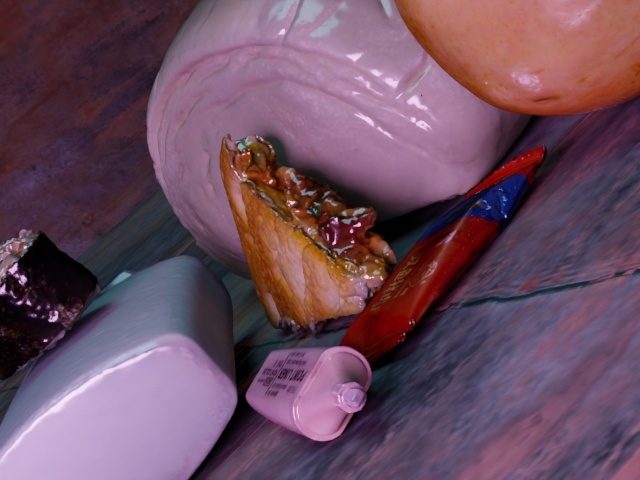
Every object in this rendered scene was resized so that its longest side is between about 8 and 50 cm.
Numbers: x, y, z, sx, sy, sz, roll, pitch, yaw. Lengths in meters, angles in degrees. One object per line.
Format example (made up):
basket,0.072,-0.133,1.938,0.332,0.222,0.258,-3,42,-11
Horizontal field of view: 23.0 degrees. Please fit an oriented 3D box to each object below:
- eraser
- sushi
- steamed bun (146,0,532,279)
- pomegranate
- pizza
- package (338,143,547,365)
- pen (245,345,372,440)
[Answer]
eraser,-0.145,0.109,1.099,0.189,0.104,0.290,-36,10,3
sushi,-0.220,0.046,1.141,0.090,0.078,0.150,-52,12,-25
steamed bun,0.004,-0.133,1.254,0.247,0.236,0.383,-47,11,-31
pomegranate,0.174,-0.206,0.975,0.252,0.229,0.270,-46,17,-30
pizza,0.001,0.001,1.078,0.069,0.154,0.194,-24,24,-24
package,0.072,0.012,0.968,0.083,0.022,0.200,-29,16,48
pen,-0.006,0.084,0.882,0.053,0.032,0.197,-58,11,-11
